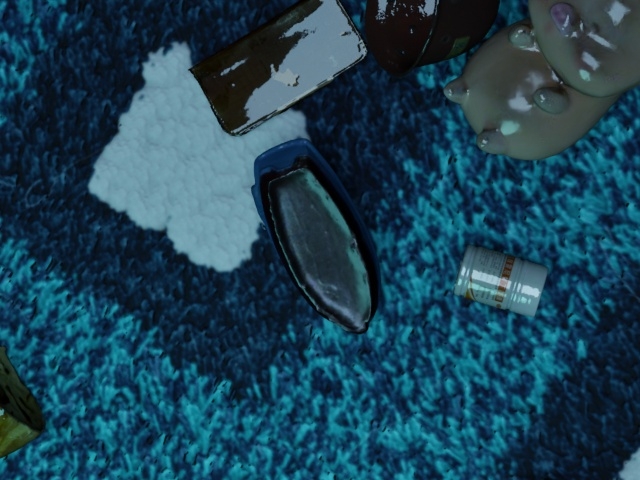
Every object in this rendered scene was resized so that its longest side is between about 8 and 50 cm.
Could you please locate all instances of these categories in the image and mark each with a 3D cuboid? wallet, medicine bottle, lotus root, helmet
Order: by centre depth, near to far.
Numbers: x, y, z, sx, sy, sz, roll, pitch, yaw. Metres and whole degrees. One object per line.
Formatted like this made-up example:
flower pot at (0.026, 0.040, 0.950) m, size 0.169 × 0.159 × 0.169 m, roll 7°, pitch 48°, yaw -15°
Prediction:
helmet at (0.121, -0.240, 1.846) m, size 0.106 × 0.175 × 0.155 m, roll -1°, pitch 62°, yaw -25°
medicine bottle at (0.186, 0.041, 1.897) m, size 0.089 × 0.057 × 0.057 m, roll 17°, pitch 98°, yaw 6°
wallet at (-0.042, -0.187, 1.922) m, size 0.176 × 0.026 × 0.095 m, roll -32°, pitch 85°, yaw 10°
lotus root at (-0.381, 0.175, 1.981) m, size 0.159 × 0.095 × 0.135 m, roll 45°, pitch 104°, yaw 7°

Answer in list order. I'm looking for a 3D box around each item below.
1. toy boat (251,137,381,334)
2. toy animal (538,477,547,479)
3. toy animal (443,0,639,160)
toy boat at (0.000, 0.000, 1.904) m, size 0.100 × 0.097 × 0.223 m, roll -23°, pitch 109°, yaw 7°
toy animal at (0.205, 0.306, 1.915) m, size 0.124 × 0.085 × 0.071 m, roll -21°, pitch 59°, yaw -4°
toy animal at (0.251, -0.181, 1.815) m, size 0.250 × 0.154 × 0.166 m, roll -37°, pitch 79°, yaw 28°
